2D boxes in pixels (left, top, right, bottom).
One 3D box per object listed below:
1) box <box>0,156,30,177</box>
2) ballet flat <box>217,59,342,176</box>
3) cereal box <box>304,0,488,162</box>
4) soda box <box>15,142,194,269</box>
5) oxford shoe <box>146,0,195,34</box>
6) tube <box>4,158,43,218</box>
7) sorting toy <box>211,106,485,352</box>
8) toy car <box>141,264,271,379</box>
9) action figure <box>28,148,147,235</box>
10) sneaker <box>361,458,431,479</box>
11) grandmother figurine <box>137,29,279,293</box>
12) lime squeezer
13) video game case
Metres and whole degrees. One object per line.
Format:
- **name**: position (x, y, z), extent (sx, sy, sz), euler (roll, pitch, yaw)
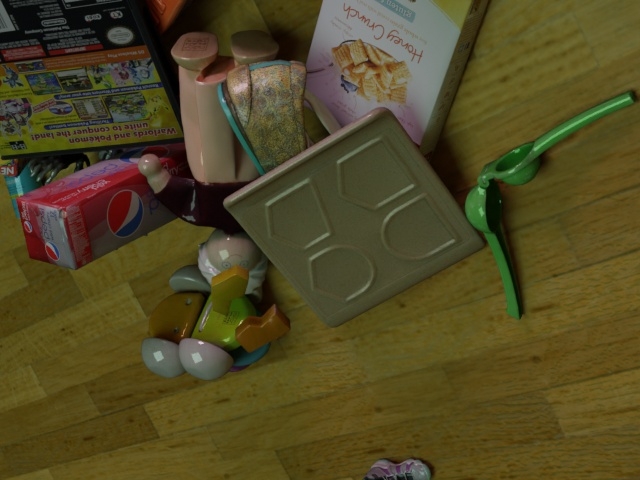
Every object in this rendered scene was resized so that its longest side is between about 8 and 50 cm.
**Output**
- **box**: position (-0.508, -0.272, 1.597), extent (0.290, 0.177, 0.279), euler (13, 127, 2)
- **ballet flat**: position (-0.008, -0.065, 1.372), extent (0.123, 0.123, 0.348), euler (15, 144, 35)
- **cereal box**: position (0.074, -0.211, 1.285), extent (0.173, 0.047, 0.240), euler (36, 132, 22)
- **soda box**: position (-0.247, -0.055, 1.500), extent (0.092, 0.263, 0.083), euler (12, 119, 37)
- **oxford shoe**: position (-0.163, -0.334, 1.388), extent (0.130, 0.133, 0.364), euler (56, 156, -14)
- **tube**: position (-0.466, -0.138, 1.810), extent (0.080, 0.052, 0.207), euler (-10, 101, 37)
- **sorting toy**: position (0.000, 0.000, 1.331), extent (0.307, 0.041, 0.229), euler (-29, 122, 18)
- **toy car**: position (-0.142, 0.124, 1.613), extent (0.182, 0.159, 0.136), euler (-3, 145, 42)
- **action figure**: position (-0.315, -0.089, 1.634), extent (0.164, 0.141, 0.275), euler (29, 126, 22)
- **sneaker**: position (0.092, 0.315, 1.547), extent (0.098, 0.069, 0.038), euler (-14, 104, 45)
- **grandmother figurine**: position (-0.116, -0.080, 1.446), extent (0.208, 0.104, 0.342), euler (3, 124, 9)
- **lime squeezer**: position (0.213, -0.048, 1.248), extent (0.110, 0.059, 0.310), euler (37, 132, 20)
- **video game case**: position (-0.315, -0.213, 1.441), extent (0.275, 0.035, 0.248), euler (-4, 131, 18)
